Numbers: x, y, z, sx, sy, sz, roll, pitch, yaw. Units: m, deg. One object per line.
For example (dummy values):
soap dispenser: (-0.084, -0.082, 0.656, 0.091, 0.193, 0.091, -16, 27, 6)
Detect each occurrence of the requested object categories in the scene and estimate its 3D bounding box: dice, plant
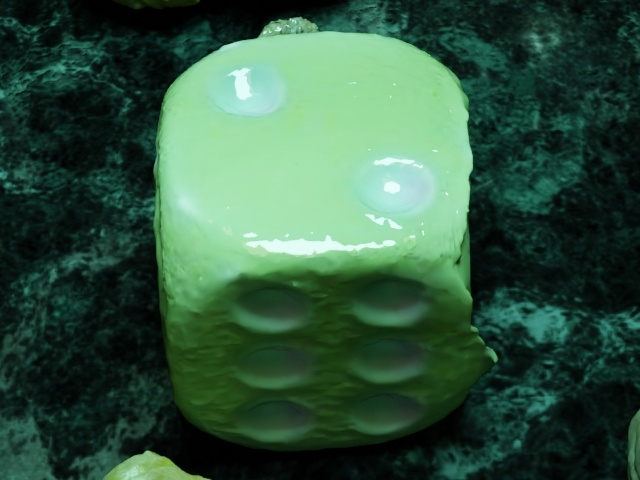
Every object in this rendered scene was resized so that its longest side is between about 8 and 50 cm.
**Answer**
dice: (0.000, 0.000, 1.449, 0.254, 0.252, 0.249, -4, 50, -1)
plant: (-0.031, -0.145, 1.712, 0.122, 0.104, 0.116, -49, 18, 1)

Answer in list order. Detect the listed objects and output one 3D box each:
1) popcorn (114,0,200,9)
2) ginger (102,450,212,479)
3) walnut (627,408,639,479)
popcorn: (-0.111, -0.332, 1.774, 0.332, 0.225, 0.265, 18, 33, 5)
ginger: (-0.169, 0.345, 1.258, 0.363, 0.122, 0.348, -22, 53, -24)
walnut: (0.324, 0.191, 1.327, 0.178, 0.178, 0.230, -15, 62, -11)
